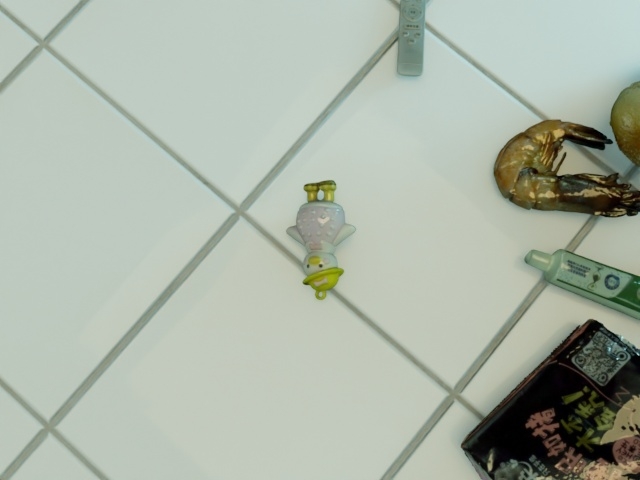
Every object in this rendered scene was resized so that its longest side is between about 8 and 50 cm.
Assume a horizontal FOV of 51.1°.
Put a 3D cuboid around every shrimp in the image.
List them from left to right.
[{"bbox_3d":[0.461,-0.129,1.202,0.289,0.075,0.178,7,78,15],"label":"shrimp"}]

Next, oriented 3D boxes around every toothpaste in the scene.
[{"bbox_3d":[0.543,0.093,1.166,0.391,0.061,0.099,20,81,0],"label":"toothpaste"}]

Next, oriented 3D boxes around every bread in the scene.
[{"bbox_3d":[0.635,-0.173,1.100,0.305,0.305,0.159,7,101,1],"label":"bread"}]

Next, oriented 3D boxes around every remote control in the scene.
[{"bbox_3d":[0.171,-0.392,1.262,0.049,0.027,0.184,5,76,-1],"label":"remote control"}]

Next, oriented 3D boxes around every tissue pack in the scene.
[{"bbox_3d":[0.418,0.310,1.078,0.332,0.123,0.245,-42,56,-8],"label":"tissue pack"}]

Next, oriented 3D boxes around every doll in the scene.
[{"bbox_3d":[0.000,0.000,1.171,0.129,0.081,0.207,-3,82,19],"label":"doll"}]
